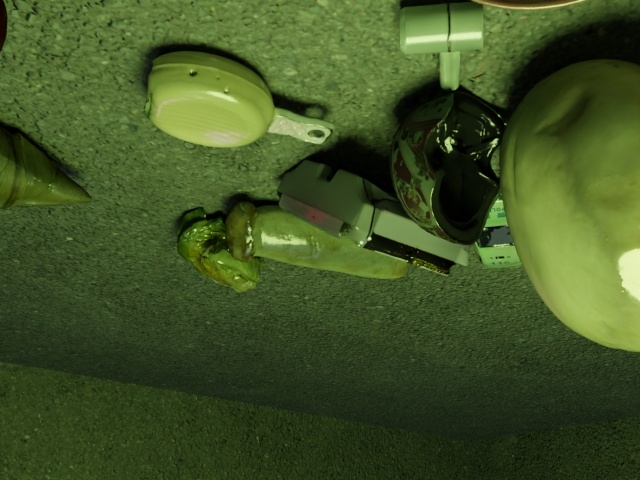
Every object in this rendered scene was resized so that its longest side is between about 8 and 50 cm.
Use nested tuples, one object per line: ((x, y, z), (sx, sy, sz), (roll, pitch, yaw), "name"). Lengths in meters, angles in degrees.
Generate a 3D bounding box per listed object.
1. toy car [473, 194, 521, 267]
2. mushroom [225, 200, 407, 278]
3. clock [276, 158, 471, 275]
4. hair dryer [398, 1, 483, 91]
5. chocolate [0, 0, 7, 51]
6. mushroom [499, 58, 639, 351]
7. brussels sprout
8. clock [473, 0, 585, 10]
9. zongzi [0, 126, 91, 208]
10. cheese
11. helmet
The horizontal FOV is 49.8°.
((0.274, -0.014, 1.066), (0.090, 0.076, 0.224), (-4, 155, 19), "toy car")
((0.000, 0.000, 1.108), (0.312, 0.081, 0.099), (8, 119, -18), "mushroom")
((0.068, -0.037, 0.947), (0.187, 0.083, 0.253), (19, -175, -30), "clock")
((0.128, -0.197, 0.728), (0.082, 0.047, 0.137), (-1, 162, 11), "hair dryer")
((-0.376, -0.199, 0.640), (0.177, 0.176, 0.176), (2, 155, 1), "chocolate")
((0.327, -0.050, 0.764), (0.315, 0.356, 0.315), (16, 123, 26), "mushroom")
((-0.167, 0.023, 1.176), (0.139, 0.100, 0.181), (1, 159, 28), "brussels sprout")
((0.178, -0.275, 0.531), (0.245, 0.056, 0.244), (5, 155, 2), "clock")
((-0.499, -0.084, 0.948), (0.251, 0.125, 0.274), (-10, 158, 24), "zongzi")
((-0.093, -0.153, 0.817), (0.228, 0.064, 0.137), (13, 157, -18), "cheese")
((0.140, -0.088, 0.827), (0.107, 0.176, 0.153), (10, -176, 40), "helmet")
